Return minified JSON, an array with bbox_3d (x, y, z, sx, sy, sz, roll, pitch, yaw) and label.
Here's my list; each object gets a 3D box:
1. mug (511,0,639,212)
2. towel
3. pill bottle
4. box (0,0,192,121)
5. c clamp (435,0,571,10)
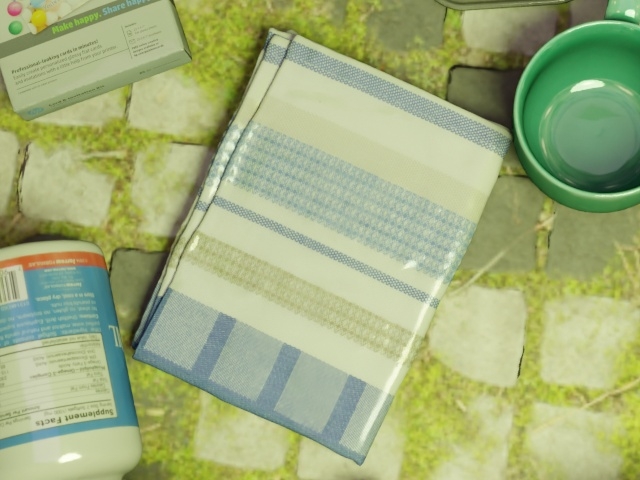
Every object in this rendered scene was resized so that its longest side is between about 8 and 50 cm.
[{"bbox_3d":[0.214,-0.095,1.083,0.158,0.097,0.129,-45,78,-2],"label":"mug"},{"bbox_3d":[0.000,0.000,1.127,0.209,0.034,0.285,24,86,8],"label":"towel"},{"bbox_3d":[-0.199,0.120,1.086,0.124,0.124,0.221,-13,80,5],"label":"pill bottle"},{"bbox_3d":[-0.199,-0.207,1.181,0.145,0.038,0.186,-19,78,3],"label":"box"},{"bbox_3d":[0.138,-0.246,1.154,0.161,0.022,0.137,3,81,8],"label":"c clamp"}]
